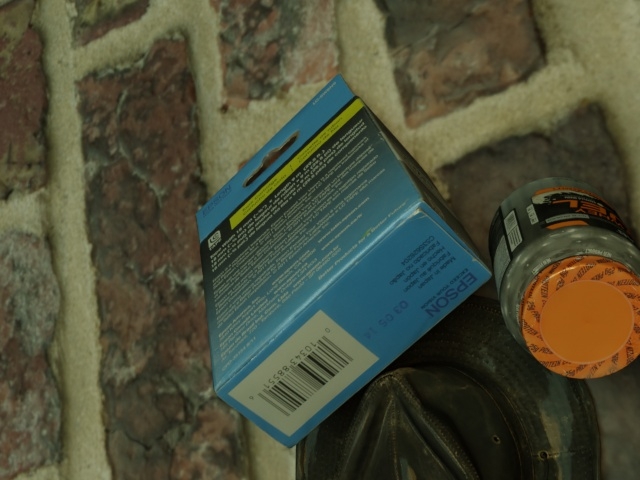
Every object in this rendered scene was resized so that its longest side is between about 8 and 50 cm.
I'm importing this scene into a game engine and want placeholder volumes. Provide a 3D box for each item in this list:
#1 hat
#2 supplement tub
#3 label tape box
[{"bbox_3d":[0.084,0.200,0.776,0.331,0.134,0.331,-8,73,27],"label":"hat"},{"bbox_3d":[0.199,0.027,0.713,0.117,0.190,0.117,2,110,5],"label":"supplement tub"},{"bbox_3d":[0.000,0.000,0.866,0.240,0.106,0.333,-42,27,13],"label":"label tape box"}]
